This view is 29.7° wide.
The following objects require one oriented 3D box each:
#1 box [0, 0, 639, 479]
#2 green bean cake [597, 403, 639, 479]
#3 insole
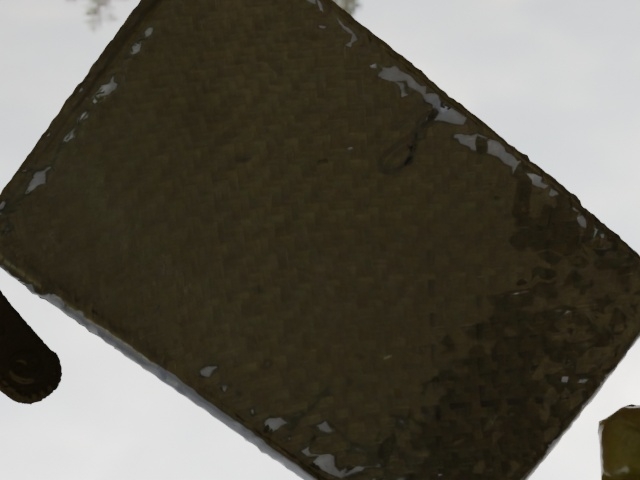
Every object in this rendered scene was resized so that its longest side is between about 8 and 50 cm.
[{"bbox_3d":[0.000,0.000,0.602,0.273,0.184,0.143,36,-177,-9],"label":"box"},{"bbox_3d":[0.327,0.247,0.997,0.124,0.233,0.236,-12,164,29],"label":"green bean cake"},{"bbox_3d":[-0.171,0.023,0.565,0.135,0.002,0.045,48,-130,4],"label":"insole"}]
